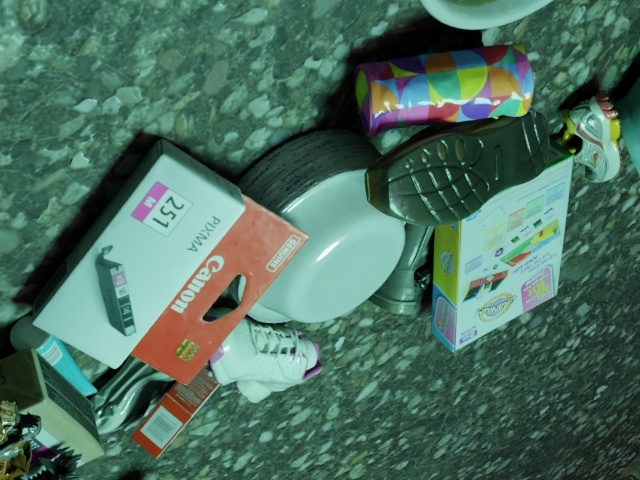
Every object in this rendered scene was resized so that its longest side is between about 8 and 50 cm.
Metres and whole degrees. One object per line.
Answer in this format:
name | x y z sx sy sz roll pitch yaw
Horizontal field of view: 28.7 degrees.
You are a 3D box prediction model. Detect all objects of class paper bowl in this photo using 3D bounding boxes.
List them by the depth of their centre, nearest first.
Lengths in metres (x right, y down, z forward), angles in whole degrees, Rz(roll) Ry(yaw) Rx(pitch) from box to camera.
paper bowl | 0.000 0.000 1.709 0.284 0.148 0.284 -29 148 -20

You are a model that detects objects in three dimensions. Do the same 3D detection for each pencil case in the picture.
pencil case | 0.162 -0.193 1.622 0.236 0.104 0.104 -6 140 -10

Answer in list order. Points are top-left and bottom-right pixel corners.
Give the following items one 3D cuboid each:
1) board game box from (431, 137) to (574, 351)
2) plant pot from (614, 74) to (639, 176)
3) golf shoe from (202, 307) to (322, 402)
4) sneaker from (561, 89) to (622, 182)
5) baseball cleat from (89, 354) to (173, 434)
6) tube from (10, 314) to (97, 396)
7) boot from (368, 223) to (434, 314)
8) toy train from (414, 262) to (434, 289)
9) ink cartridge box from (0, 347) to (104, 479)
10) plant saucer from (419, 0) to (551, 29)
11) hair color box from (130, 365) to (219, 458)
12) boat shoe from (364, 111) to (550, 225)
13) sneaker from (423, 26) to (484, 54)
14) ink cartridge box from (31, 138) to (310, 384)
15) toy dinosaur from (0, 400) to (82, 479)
board game box | 0.299 0.011 2.082 0.242 0.064 0.316 -25 136 -24
plant pot | 0.604 -0.184 2.054 0.196 0.293 0.293 -23 155 22
golf shoe | -0.084 0.151 1.787 0.140 0.115 0.306 -14 163 8
sneaker | 0.440 -0.165 2.067 0.093 0.088 0.225 -20 148 4
baseball cleat | -0.248 0.195 1.773 0.206 0.072 0.109 -39 165 -1
tube | -0.350 0.169 1.631 0.080 0.052 0.207 -18 148 -7
boot | 0.105 -0.012 1.856 0.076 0.190 0.208 0 104 -37
toy train | 0.220 0.029 2.105 0.158 0.027 0.036 -33 138 -15
ink cartridge box | -0.417 0.251 1.572 0.235 0.088 0.193 -26 147 1
plant saucer | 0.239 -0.438 1.466 0.401 0.100 0.400 -28 146 -21
hair color box | -0.200 0.234 1.794 0.093 0.053 0.167 -50 178 19
boat shoe | 0.173 -0.102 1.684 0.324 0.120 0.122 -17 112 -41
sneaker | 0.205 -0.250 1.705 0.152 0.058 0.084 5 135 -42
ink cartridge box | -0.181 0.047 1.546 0.239 0.060 0.275 33 106 -24
toy dinosaur | -0.402 0.303 1.483 0.218 0.164 0.322 20 146 -29
